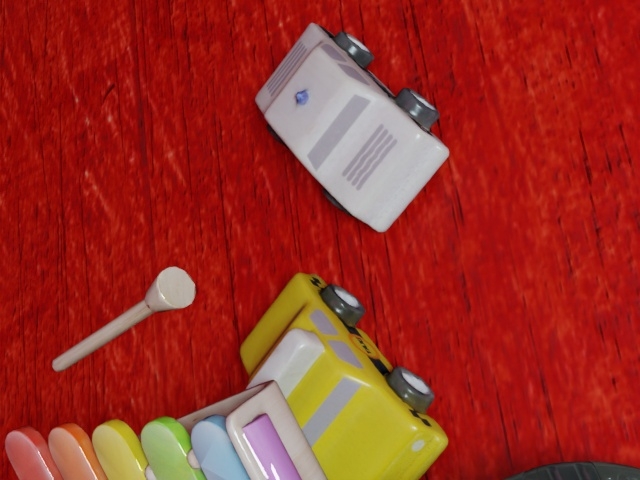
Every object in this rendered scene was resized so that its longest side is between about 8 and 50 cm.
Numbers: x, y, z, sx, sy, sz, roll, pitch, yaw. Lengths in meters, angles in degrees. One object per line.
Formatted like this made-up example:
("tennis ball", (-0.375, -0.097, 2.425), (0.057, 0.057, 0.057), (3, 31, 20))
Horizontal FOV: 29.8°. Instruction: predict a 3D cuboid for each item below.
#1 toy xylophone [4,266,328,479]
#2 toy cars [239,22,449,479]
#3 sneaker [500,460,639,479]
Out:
("toy xylophone", (-0.115, 0.164, 0.823), (0.323, 0.081, 0.236), (-39, 82, 43))
("toy cars", (0.000, 0.000, 0.860), (0.177, 0.087, 0.393), (-15, 64, 38))
("sneaker", (0.111, 0.196, 0.690), (0.228, 0.130, 0.087), (-17, 57, 5))
